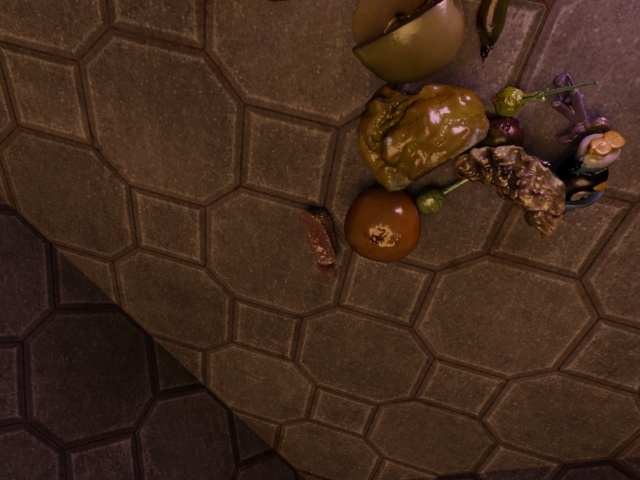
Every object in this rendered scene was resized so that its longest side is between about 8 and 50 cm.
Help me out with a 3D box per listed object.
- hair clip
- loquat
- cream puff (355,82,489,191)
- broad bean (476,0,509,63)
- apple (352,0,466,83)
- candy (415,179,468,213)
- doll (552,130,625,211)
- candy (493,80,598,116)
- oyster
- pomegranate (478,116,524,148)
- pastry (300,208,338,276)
[{"bbox_3d":[0.718,-0.325,1.271,0.137,0.090,0.278,-25,115,41],"label":"hair clip"},{"bbox_3d":[0.211,-0.054,1.536,0.263,0.263,0.263,9,128,11],"label":"loquat"},{"bbox_3d":[0.262,-0.316,1.274,0.378,0.378,0.275,-29,90,32],"label":"cream puff"},{"bbox_3d":[0.450,-0.621,1.148,0.077,0.061,0.339,10,129,1],"label":"broad bean"},{"bbox_3d":[0.226,-0.532,1.155,0.258,0.295,0.233,-32,140,34],"label":"apple"},{"bbox_3d":[0.458,-0.188,1.472,0.336,0.092,0.093,-31,107,24],"label":"candy"},{"bbox_3d":[0.741,-0.177,1.300,0.177,0.141,0.314,-25,154,-8],"label":"doll"},{"bbox_3d":[0.593,-0.390,1.224,0.262,0.073,0.077,0,116,46],"label":"candy"},{"bbox_3d":[0.560,-0.145,1.324,0.351,0.115,0.238,47,164,-2],"label":"oyster"},{"bbox_3d":[0.525,-0.303,1.337,0.130,0.130,0.130,9,128,11],"label":"pomegranate"},{"bbox_3d":[0.007,-0.003,1.726,0.103,0.112,0.265,0,115,30],"label":"pastry"}]
